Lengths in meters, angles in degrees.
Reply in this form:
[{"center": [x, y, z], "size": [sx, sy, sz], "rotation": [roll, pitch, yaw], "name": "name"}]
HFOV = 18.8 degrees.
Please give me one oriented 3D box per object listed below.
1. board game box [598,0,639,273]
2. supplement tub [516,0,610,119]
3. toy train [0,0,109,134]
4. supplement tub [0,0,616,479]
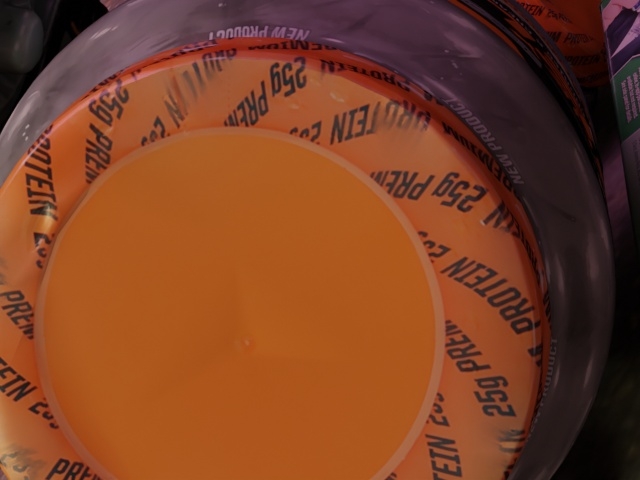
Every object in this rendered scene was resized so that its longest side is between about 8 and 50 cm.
[{"center": [0.200, -0.071, 0.682], "size": [0.213, 0.046, 0.317], "rotation": [-40, 22, 25], "name": "board game box"}, {"center": [0.045, -0.061, 0.896], "size": [0.190, 0.117, 0.117], "rotation": [-40, 22, 28], "name": "supplement tub"}, {"center": [-0.163, 0.024, 0.673], "size": [0.190, 0.142, 0.334], "rotation": [60, -140, -66], "name": "toy train"}, {"center": [0.000, 0.000, 0.644], "size": [0.193, 0.193, 0.316], "rotation": [-46, 2, 13], "name": "supplement tub"}]
